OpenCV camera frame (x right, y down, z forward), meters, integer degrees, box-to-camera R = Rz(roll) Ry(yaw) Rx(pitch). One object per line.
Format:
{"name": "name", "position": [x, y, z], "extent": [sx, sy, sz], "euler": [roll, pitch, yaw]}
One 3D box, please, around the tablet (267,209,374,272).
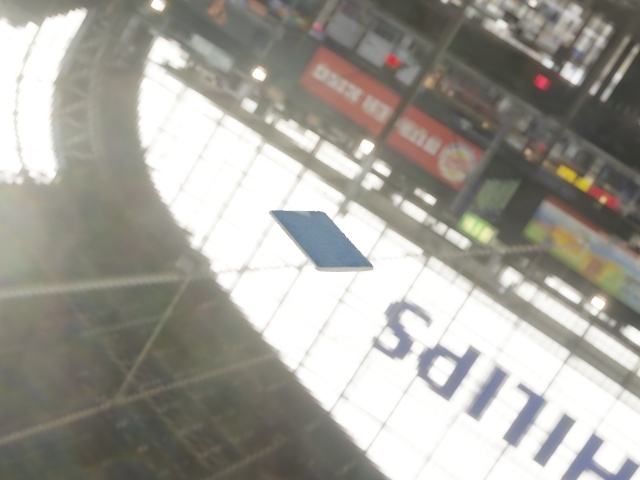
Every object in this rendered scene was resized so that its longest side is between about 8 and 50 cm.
{"name": "tablet", "position": [0.000, 0.000, 1.033], "extent": [0.054, 0.006, 0.083], "euler": [0, -146, -34]}
